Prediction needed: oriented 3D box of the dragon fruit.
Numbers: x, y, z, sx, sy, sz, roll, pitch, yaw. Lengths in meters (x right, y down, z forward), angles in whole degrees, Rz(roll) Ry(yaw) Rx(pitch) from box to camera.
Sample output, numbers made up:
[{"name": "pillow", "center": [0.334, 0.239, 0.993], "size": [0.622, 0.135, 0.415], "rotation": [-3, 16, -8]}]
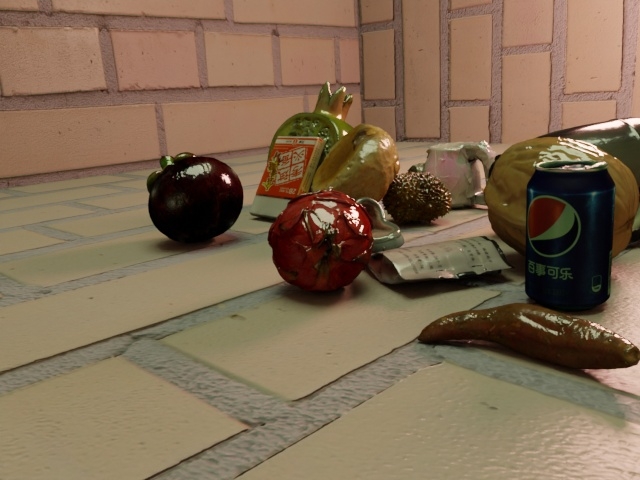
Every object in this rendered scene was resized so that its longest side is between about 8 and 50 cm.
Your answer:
[{"name": "dragon fruit", "center": [0.000, 0.000, 0.990], "size": [0.173, 0.172, 0.209], "rotation": [-2, 22, 5]}]

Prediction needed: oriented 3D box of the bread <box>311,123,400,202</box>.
[{"name": "bread", "center": [0.089, -0.158, 1.422], "size": [0.244, 0.134, 0.244], "rotation": [-43, 19, 18]}]

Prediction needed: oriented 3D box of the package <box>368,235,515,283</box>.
[{"name": "package", "center": [0.185, 0.026, 1.068], "size": [0.204, 0.062, 0.251], "rotation": [-6, 10, -19]}]

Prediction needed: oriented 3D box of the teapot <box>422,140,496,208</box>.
[{"name": "teapot", "center": [0.359, -0.177, 1.621], "size": [0.163, 0.178, 0.221], "rotation": [-8, 15, -17]}]

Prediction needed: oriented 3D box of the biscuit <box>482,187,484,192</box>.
[{"name": "biscuit", "center": [0.476, -0.147, 1.822], "size": [0.082, 0.016, 0.092], "rotation": [-2, 15, 6]}]

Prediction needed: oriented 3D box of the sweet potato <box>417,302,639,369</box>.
[{"name": "sweet potato", "center": [0.241, 0.109, 0.715], "size": [0.255, 0.058, 0.078], "rotation": [3, 35, 40]}]

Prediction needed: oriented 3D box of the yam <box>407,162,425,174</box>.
[{"name": "yam", "center": [0.361, -0.197, 1.887], "size": [0.183, 0.107, 0.107], "rotation": [-5, 13, 2]}]

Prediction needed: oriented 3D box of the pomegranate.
[{"name": "pomegranate", "center": [0.020, -0.250, 1.719], "size": [0.216, 0.358, 0.310], "rotation": [27, -9, -40]}]

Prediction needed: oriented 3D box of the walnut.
[{"name": "walnut", "center": [0.402, -0.065, 1.041], "size": [0.225, 0.224, 0.261], "rotation": [-14, 31, -38]}]

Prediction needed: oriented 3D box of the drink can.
[{"name": "drink can", "center": [0.350, -0.009, 0.861], "size": [0.118, 0.204, 0.118], "rotation": [-3, 13, 1]}]

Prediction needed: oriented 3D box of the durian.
[{"name": "durian", "center": [0.222, -0.104, 1.461], "size": [0.158, 0.136, 0.168], "rotation": [13, 13, -30]}]

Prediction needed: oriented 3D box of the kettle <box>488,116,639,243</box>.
[{"name": "kettle", "center": [0.514, -0.094, 1.251], "size": [0.324, 0.228, 0.320], "rotation": [-9, 45, -2]}]

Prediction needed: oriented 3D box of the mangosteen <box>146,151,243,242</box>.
[{"name": "mangosteen", "center": [-0.280, -0.104, 1.375], "size": [0.216, 0.216, 0.216], "rotation": [-3, 13, 1]}]

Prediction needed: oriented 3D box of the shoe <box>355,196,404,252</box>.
[{"name": "shoe", "center": [0.079, -0.041, 1.286], "size": [0.103, 0.100, 0.251], "rotation": [-12, 19, -31]}]

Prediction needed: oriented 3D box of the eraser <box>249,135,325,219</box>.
[{"name": "eraser", "center": [-0.088, -0.163, 1.592], "size": [0.157, 0.230, 0.038], "rotation": [10, -13, 43]}]
